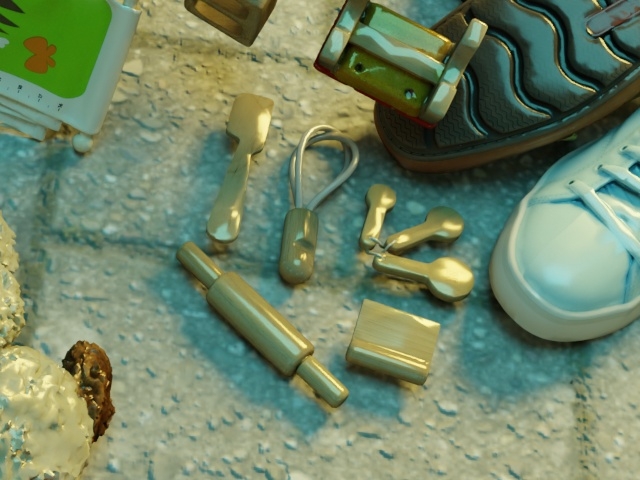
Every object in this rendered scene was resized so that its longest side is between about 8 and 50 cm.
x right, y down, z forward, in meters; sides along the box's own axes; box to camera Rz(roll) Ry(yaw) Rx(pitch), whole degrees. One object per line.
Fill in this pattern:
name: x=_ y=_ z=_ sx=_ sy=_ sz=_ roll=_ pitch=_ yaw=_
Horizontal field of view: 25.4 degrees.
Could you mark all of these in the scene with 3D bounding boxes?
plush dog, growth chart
plush dog: x=-0.235 y=0.088 z=0.865 sx=0.225 sy=0.210 sz=0.262 roll=50 pitch=59 yaw=-7
growth chart: x=-0.251 y=-0.149 z=1.019 sx=0.237 sy=0.172 sz=0.021 roll=11 pitch=33 yaw=-7

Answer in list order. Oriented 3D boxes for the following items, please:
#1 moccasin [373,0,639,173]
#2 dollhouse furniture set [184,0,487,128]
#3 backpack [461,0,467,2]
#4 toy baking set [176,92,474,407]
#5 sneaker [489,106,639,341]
moccasin: x=0.215 y=-0.166 z=1.129 sx=0.380 sy=0.147 sz=0.139 roll=-35 pitch=78 yaw=-7
dollhouse furniture set: x=-0.041 y=-0.249 z=1.052 sx=0.374 sy=0.152 sz=0.201 roll=28 pitch=82 yaw=-4
backpack: x=0.177 y=-0.252 z=1.201 sx=0.114 sy=0.105 sz=0.084 roll=-4 pitch=59 yaw=-17
toy baking set: x=-0.003 y=0.005 z=1.048 sx=0.256 sy=0.030 sz=0.197 roll=39 pitch=56 yaw=13
sneaker: x=0.273 y=-0.067 z=1.075 sx=0.366 sy=0.150 sz=0.135 roll=-37 pitch=70 yaw=-29
